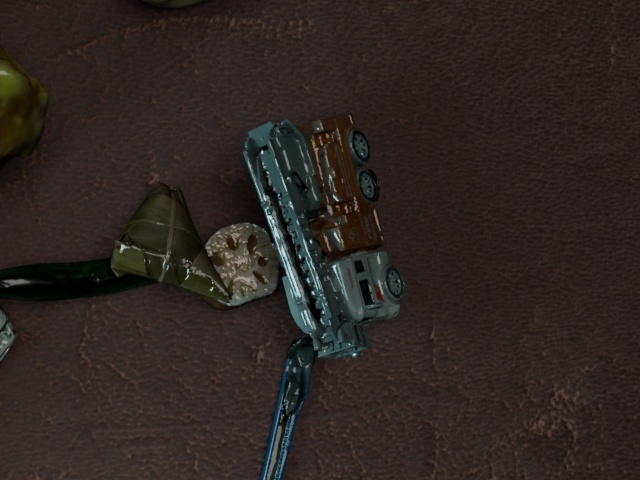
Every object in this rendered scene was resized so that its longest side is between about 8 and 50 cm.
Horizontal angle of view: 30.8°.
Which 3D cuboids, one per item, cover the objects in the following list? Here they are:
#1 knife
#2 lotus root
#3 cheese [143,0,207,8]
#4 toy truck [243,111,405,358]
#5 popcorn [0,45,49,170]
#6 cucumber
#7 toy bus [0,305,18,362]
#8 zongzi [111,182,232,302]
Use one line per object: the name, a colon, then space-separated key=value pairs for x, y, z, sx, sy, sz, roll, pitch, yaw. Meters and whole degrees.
knife: x=-0.051 y=0.276 z=1.660 sx=0.044 sy=0.026 sz=0.296 roll=18 pitch=78 yaw=-25
lotus root: x=-0.122 y=0.038 z=1.641 sx=0.122 sy=0.081 sz=0.112 roll=-19 pitch=87 yaw=-17
cheese: x=-0.163 y=-0.409 z=1.624 sx=0.235 sy=0.218 sz=0.117 roll=-17 pitch=92 yaw=-39
toy truck: x=0.000 y=0.000 z=1.609 sx=0.184 sy=0.133 sz=0.338 roll=-10 pitch=85 yaw=-58
popcorn: x=-0.518 y=-0.193 z=1.457 sx=0.312 sy=0.312 sz=0.312 roll=2 pitch=82 yaw=-16
cucumber: x=-0.322 y=0.051 z=1.581 sx=0.284 sy=0.056 sz=0.056 roll=-6 pitch=85 yaw=-28
toy bus: x=-0.476 y=0.164 z=1.523 sx=0.089 sy=0.087 sz=0.194 roll=39 pitch=73 yaw=-12
zongzi: x=-0.179 y=0.001 z=1.586 sx=0.176 sy=0.078 sz=0.160 roll=16 pitch=48 yaw=6
